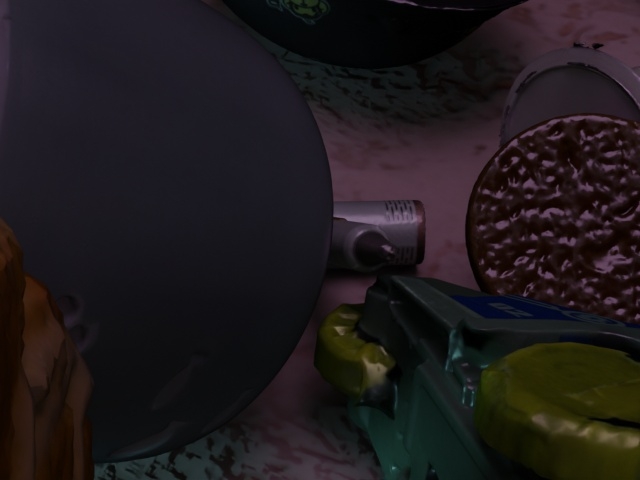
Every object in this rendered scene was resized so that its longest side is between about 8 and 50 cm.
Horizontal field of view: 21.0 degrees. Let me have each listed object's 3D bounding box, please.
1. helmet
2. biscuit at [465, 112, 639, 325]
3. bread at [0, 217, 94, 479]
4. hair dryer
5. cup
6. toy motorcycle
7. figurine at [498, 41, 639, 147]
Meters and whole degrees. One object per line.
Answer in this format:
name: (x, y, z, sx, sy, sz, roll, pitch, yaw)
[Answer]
helmet: (0.027, -0.206, 1.185, 0.279, 0.160, 0.230, 38, 50, 14)
biscuit: (0.197, 0.009, 0.973, 0.236, 0.039, 0.180, 18, 81, 1)
bread: (-0.215, 0.198, 0.538, 0.279, 0.371, 0.390, -1, 37, 0)
hair dryer: (-0.008, 0.001, 0.963, 0.154, 0.044, 0.183, -4, 3, -6)
cup: (-0.190, -0.009, 0.859, 0.356, 0.274, 0.259, -20, 66, 32)
toy motorcycle: (0.121, 0.108, 0.835, 0.199, 0.191, 0.326, 2, 22, -15)
figurine: (0.205, -0.074, 1.088, 0.132, 0.132, 0.153, 35, 38, 31)
